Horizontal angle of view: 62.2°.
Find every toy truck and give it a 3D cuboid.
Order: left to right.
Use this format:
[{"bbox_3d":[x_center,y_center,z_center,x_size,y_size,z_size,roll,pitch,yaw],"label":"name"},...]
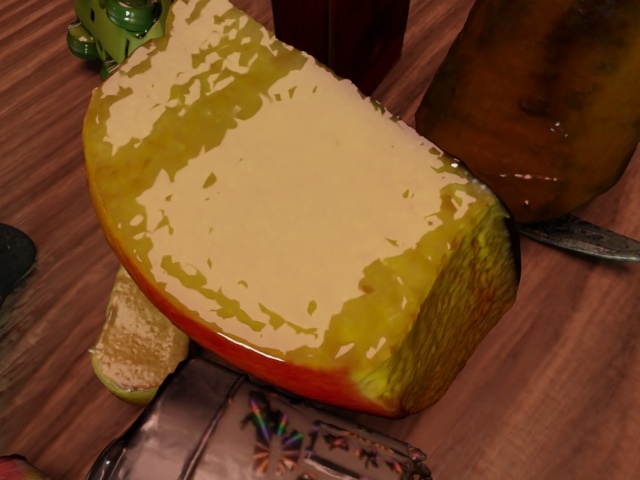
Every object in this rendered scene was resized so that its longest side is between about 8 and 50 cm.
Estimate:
[{"bbox_3d":[-0.236,-0.302,0.743,0.211,0.148,0.187,-10,56,-33],"label":"toy truck"}]

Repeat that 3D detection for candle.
[{"bbox_3d":[-0.006,0.222,0.407,0.331,0.187,0.187,21,63,3],"label":"candle"}]

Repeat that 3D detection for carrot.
[{"bbox_3d":[0.261,-0.182,0.601,0.242,0.340,0.241,20,27,-11],"label":"carrot"}]

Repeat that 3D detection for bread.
[{"bbox_3d":[-0.162,0.050,0.567,0.102,0.094,0.245,9,62,-4],"label":"bread"}]

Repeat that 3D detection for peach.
[{"bbox_3d":[0.000,0.000,0.474,0.381,0.306,0.242,33,88,4],"label":"peach"}]

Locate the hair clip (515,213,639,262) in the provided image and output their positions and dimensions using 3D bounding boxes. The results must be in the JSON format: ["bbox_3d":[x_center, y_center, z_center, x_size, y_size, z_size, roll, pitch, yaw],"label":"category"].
[{"bbox_3d":[0.270,-0.025,0.625,0.229,0.036,0.066,28,60,24],"label":"hair clip"}]

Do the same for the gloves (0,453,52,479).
[{"bbox_3d":[-0.243,0.296,0.417,0.145,0.126,0.241,-11,53,-37],"label":"gloves"}]

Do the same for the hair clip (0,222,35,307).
[{"bbox_3d":[-0.418,0.025,0.392,0.393,0.238,0.318,7,48,-33],"label":"hair clip"}]

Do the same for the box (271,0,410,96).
[{"bbox_3d":[0.031,-0.295,0.623,0.089,0.313,0.197,28,65,16],"label":"box"}]
